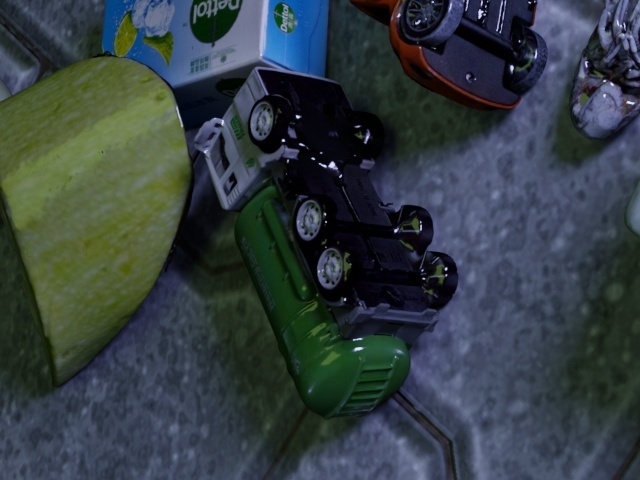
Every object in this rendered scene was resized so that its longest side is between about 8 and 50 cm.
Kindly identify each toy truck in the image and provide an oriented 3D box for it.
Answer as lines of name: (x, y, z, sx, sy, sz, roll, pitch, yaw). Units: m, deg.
toy truck: (0.000, 0.000, 1.229, 0.125, 0.101, 0.242, -51, 48, 36)
toy truck: (0.094, -0.215, 1.202, 0.114, 0.107, 0.253, -1, 74, 46)

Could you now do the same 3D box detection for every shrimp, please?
shrimp: (0.206, -0.135, 1.099, 0.165, 0.056, 0.065, -55, 29, 29)

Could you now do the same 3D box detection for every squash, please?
squash: (-0.179, -0.027, 1.414, 0.204, 0.155, 0.237, 129, 122, -77)

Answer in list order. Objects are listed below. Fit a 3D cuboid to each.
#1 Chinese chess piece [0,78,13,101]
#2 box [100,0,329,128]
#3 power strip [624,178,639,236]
Chinese chess piece: (-0.357, -0.080, 1.626, 0.188, 0.083, 0.188, -15, 69, 41)
box: (-0.085, -0.174, 1.391, 0.194, 0.073, 0.139, -12, 67, 42)
power strip: (0.262, -0.018, 0.939, 0.139, 0.140, 0.224, 28, 96, 45)
